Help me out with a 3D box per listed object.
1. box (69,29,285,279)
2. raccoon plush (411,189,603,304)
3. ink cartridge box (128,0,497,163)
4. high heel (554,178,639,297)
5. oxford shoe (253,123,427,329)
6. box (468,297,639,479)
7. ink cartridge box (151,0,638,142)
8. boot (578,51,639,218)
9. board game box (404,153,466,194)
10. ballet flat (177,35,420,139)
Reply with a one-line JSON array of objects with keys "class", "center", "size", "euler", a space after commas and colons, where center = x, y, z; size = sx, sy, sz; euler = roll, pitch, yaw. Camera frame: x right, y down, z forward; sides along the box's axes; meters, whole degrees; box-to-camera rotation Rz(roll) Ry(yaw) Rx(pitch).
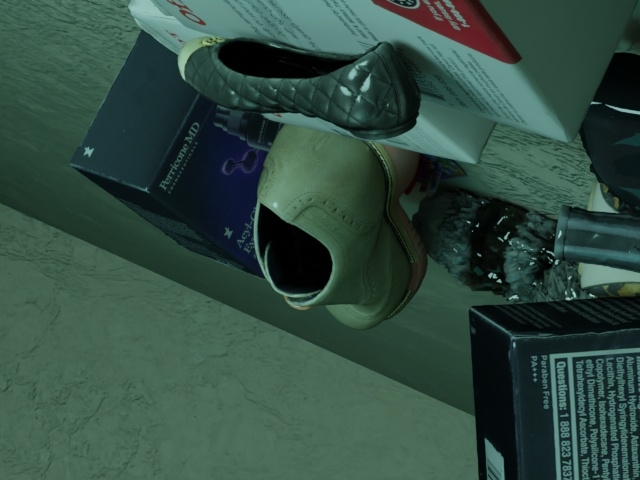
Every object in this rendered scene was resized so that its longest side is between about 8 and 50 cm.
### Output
[{"class": "box", "center": [-0.107, -0.080, 1.469], "size": [0.108, 0.153, 0.207], "euler": [19, 169, 37]}, {"class": "raccoon plush", "center": [0.229, 0.158, 1.384], "size": [0.446, 0.299, 0.216], "euler": [17, 167, 48]}, {"class": "ink cartridge box", "center": [0.002, -0.138, 1.044], "size": [0.218, 0.092, 0.158], "euler": [14, 164, 47]}, {"class": "high heel", "center": [0.270, 0.005, 1.073], "size": [0.186, 0.093, 0.261], "euler": [9, -173, 17]}, {"class": "oxford shoe", "center": [0.000, 0.000, 1.408], "size": [0.140, 0.146, 0.397], "euler": [34, 162, 21]}, {"class": "box", "center": [0.265, 0.188, 1.083], "size": [0.294, 0.296, 0.183], "euler": [-3, -176, -3]}, {"class": "ink cartridge box", "center": [0.004, -0.169, 0.799], "size": [0.273, 0.114, 0.197], "euler": [20, 169, 33]}, {"class": "boot", "center": [0.224, -0.059, 0.843], "size": [0.207, 0.094, 0.246], "euler": [15, 172, 36]}, {"class": "board game box", "center": [0.051, -0.074, 1.433], "size": [0.133, 0.033, 0.169], "euler": [29, 170, -16]}, {"class": "ballet flat", "center": [-0.013, -0.091, 0.816], "size": [0.173, 0.057, 0.049], "euler": [17, 128, 44]}]
